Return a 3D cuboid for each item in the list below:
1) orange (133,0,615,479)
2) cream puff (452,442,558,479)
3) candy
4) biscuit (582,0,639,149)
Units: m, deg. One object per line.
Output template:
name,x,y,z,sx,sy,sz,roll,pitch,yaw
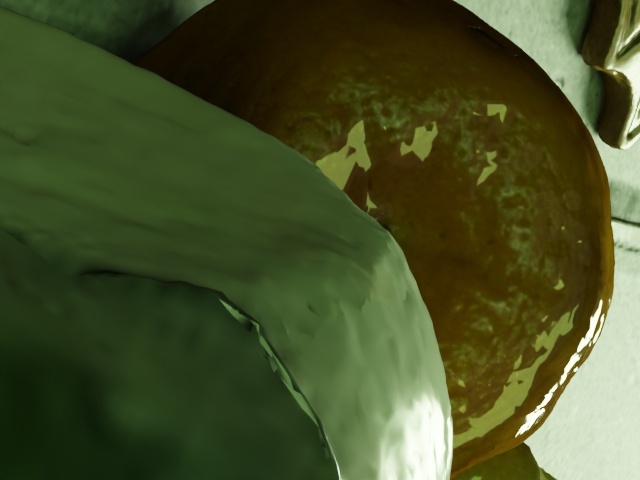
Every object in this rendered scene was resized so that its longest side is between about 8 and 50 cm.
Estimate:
orange,0.000,0.000,0.769,0.249,0.183,0.249,1,83,-11
cream puff,-0.009,0.186,0.862,0.185,0.282,0.282,40,74,-8
candy,-0.158,0.114,0.600,0.386,0.186,0.427,9,112,-11
biscuit,0.228,-0.154,1.061,0.182,0.034,0.215,20,93,-51
